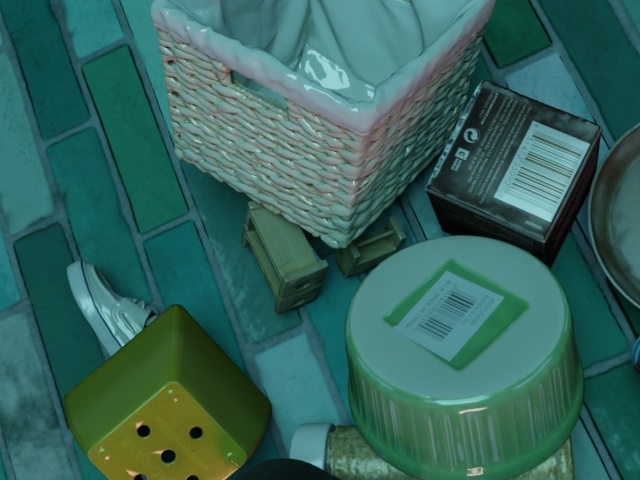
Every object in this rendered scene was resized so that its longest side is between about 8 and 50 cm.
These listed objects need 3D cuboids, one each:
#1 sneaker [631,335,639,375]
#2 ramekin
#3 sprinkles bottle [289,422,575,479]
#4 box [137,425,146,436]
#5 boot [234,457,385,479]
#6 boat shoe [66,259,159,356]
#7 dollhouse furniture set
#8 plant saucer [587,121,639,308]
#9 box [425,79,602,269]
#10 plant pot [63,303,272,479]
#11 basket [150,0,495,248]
[{"bbox_3d":[0.521,0.166,1.153,0.262,0.125,0.104,-4,102,16],"label":"sneaker"},{"bbox_3d":[0.173,0.135,1.172,0.304,0.148,0.303,-8,45,8],"label":"ramekin"},{"bbox_3d":[0.142,0.293,1.218,0.356,0.121,0.121,-4,75,11],"label":"sprinkles bottle"},{"bbox_3d":[-0.302,0.260,1.383,0.067,0.018,0.083,-30,71,4],"label":"box"},{"bbox_3d":[0.023,0.375,1.171,0.263,0.229,0.091,8,50,9],"label":"boot"},{"bbox_3d":[-0.273,0.129,1.373,0.088,0.096,0.267,-34,72,-2],"label":"boat shoe"},{"bbox_3d":[0.000,0.000,1.344,0.184,0.129,0.129,-20,70,-18],"label":"dollhouse furniture set"},{"bbox_3d":[0.503,-0.028,1.212,0.311,0.050,0.310,-3,74,11],"label":"plant saucer"},{"bbox_3d":[0.257,-0.076,1.246,0.167,0.203,0.168,25,82,18],"label":"box"},{"bbox_3d":[-0.197,0.244,1.229,0.212,0.187,0.212,-40,104,0],"label":"plant pot"},{"bbox_3d":[0.005,-0.227,1.259,0.328,0.266,0.331,30,55,19],"label":"basket"}]
